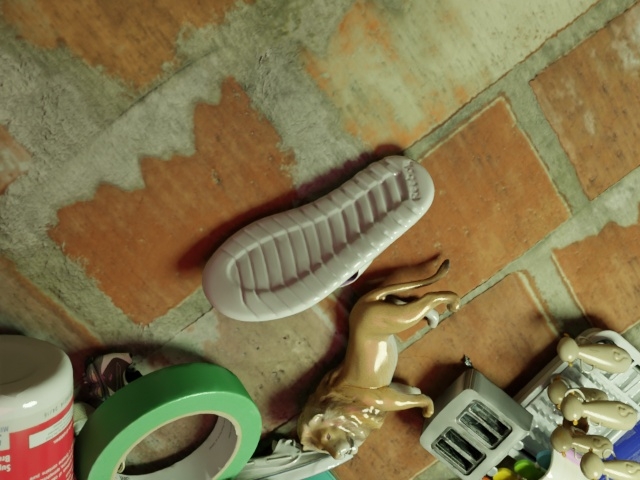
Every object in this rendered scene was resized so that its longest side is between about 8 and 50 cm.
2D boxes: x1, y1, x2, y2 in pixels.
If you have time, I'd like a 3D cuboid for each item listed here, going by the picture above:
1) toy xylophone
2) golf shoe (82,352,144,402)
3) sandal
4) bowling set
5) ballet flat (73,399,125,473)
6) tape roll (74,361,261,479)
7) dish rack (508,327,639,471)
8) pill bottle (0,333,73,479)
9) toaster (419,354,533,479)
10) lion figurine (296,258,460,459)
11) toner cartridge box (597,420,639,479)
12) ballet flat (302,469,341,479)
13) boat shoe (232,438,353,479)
[{"bbox_3d":[0.438,0.553,1.760,0.322,0.081,0.236,-35,117,28],"label":"toy xylophone"},{"bbox_3d":[-0.335,0.278,1.445,0.093,0.077,0.198,-18,122,-8],"label":"golf shoe"},{"bbox_3d":[0.007,0.013,1.391,0.416,0.169,0.102,-28,162,-2],"label":"sandal"},{"bbox_3d":[0.489,0.345,1.605,0.154,0.287,0.200,12,147,-15],"label":"bowling set"},{"bbox_3d":[-0.391,0.346,1.476,0.057,0.052,0.168,-32,121,1],"label":"ballet flat"},{"bbox_3d":[-0.259,0.354,1.450,0.321,0.077,0.321,-20,135,-21],"label":"tape roll"},{"bbox_3d":[0.529,0.337,1.749,0.285,0.072,0.333,37,102,-30],"label":"dish rack"},{"bbox_3d":[-0.507,0.375,1.328,0.228,0.229,0.408,-1,110,-17],"label":"pill bottle"},{"bbox_3d":[0.295,0.355,1.631,0.185,0.110,0.168,40,109,2],"label":"toaster"},{"bbox_3d":[0.097,0.211,1.529,0.240,0.142,0.392,7,101,-12],"label":"lion figurine"},{"bbox_3d":[0.712,0.438,1.806,0.348,0.165,0.075,-41,122,7],"label":"toner cartridge box"},{"bbox_3d":[0.048,0.574,1.670,0.116,0.124,0.342,-37,82,2],"label":"ballet flat"},{"bbox_3d":[-0.069,0.416,1.588,0.258,0.095,0.084,-15,77,-7],"label":"boat shoe"}]
